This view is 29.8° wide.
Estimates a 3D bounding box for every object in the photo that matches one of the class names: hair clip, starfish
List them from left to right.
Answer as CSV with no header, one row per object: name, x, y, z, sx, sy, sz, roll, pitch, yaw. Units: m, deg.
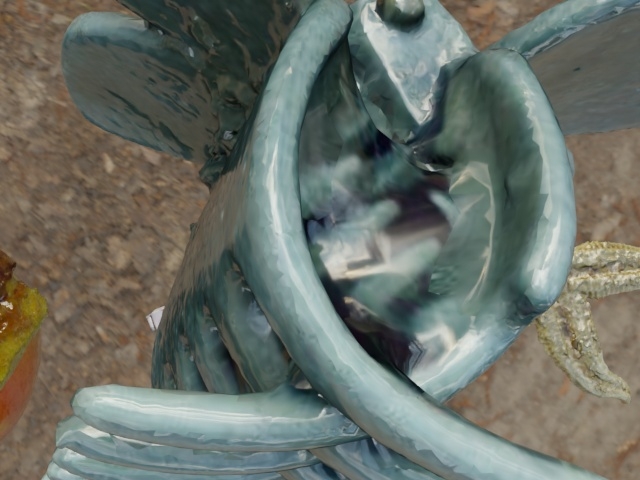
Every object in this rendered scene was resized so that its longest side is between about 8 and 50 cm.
hair clip,0.000,0.000,0.516,0.392,0.318,0.238,15,69,-11
starfish,0.193,0.062,0.997,0.247,0.050,0.138,11,94,-1

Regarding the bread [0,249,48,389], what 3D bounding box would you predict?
bread,-0.241,0.073,0.642,0.172,0.132,0.103,-70,146,-45

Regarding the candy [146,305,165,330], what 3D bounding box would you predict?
candy,-0.066,0.066,1.095,0.160,0.092,0.073,-24,83,17

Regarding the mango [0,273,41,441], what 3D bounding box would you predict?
mango,-0.340,0.107,1.151,0.146,0.289,0.129,-7,122,6
